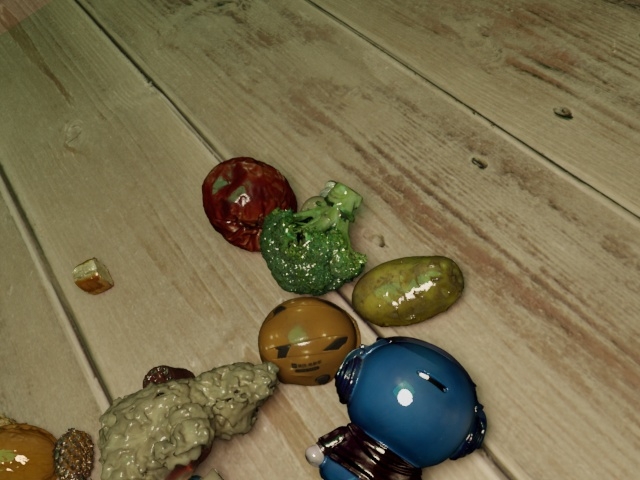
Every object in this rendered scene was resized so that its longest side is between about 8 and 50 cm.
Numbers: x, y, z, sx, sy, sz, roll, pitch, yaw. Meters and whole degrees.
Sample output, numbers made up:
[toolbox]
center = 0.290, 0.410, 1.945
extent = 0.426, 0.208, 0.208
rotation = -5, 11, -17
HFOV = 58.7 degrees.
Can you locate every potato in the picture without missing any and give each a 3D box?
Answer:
[potato]
center = 0.181, 0.108, 1.215
extent = 0.251, 0.113, 0.149
rotation = -22, 62, 14

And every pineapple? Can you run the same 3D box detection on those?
[pineapple]
center = -0.531, 0.505, 1.214
extent = 0.103, 0.083, 0.221
rotation = -13, 55, -9

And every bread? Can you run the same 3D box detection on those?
[bread]
center = -0.594, 0.099, 1.488
extent = 0.070, 0.083, 0.077
rotation = -33, 55, 1

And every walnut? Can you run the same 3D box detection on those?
[walnut]
center = -0.674, 0.479, 1.229
extent = 0.211, 0.087, 0.167
rotation = -3, 69, -11

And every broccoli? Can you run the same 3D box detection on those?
[broccoli]
center = 0.000, 0.000, 1.250
extent = 0.270, 0.270, 0.270
rotation = 29, 83, 30

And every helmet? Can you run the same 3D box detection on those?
[helmet]
center = -0.034, 0.203, 1.214
extent = 0.224, 0.130, 0.198
rotation = -14, 59, 8

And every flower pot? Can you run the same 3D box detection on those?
[flower pot]
center = -0.343, 0.322, 1.263
extent = 0.111, 0.089, 0.111
rotation = -8, 58, 13

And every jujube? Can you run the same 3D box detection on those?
[jujube]
center = -0.167, -0.092, 1.376
extent = 0.213, 0.232, 0.213
rotation = -9, 59, 15

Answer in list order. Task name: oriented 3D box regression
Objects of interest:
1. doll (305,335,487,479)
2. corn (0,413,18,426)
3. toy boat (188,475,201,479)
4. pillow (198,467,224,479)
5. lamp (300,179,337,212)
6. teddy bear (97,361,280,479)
[doll]
center = 0.140, 0.327, 1.024
extent = 0.284, 0.240, 0.310
rotation = 33, 72, 7
[corn]
center = -0.782, 0.520, 1.288
extent = 0.086, 0.086, 0.253
rotation = 16, 67, 26
[toy boat]
center = -0.276, 0.558, 1.089
extent = 0.088, 0.102, 0.215
rotation = -3, 59, 19
[pillow]
center = -0.189, 0.519, 1.042
extent = 0.181, 0.134, 0.078
rotation = 42, 119, 16
[lamp]
center = 0.008, -0.093, 1.418
extent = 0.091, 0.091, 0.163
rotation = 4, 44, 20
[teddy bear]
center = -0.240, 0.357, 1.099
extent = 0.367, 0.357, 0.225
rotation = -17, 89, -17
